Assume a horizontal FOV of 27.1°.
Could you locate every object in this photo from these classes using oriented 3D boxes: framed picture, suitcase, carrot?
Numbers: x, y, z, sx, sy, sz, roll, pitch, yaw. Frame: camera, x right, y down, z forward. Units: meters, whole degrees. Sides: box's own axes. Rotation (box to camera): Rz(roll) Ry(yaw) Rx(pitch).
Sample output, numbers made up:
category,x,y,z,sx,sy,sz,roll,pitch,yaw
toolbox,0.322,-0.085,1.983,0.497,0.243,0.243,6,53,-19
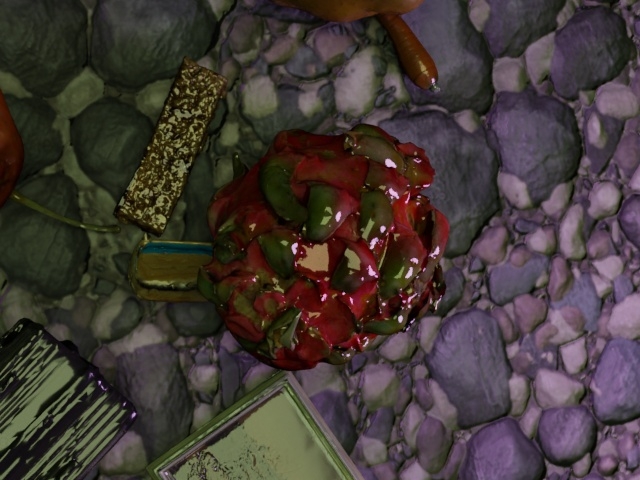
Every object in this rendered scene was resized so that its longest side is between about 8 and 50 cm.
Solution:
category,x,y,z,sx,sy,sz,roll,pitch,yaw
framed picture,-0.045,0.297,1.479,0.197,0.014,0.252,-35,92,-13
suitcase,-0.345,0.240,1.315,0.152,0.229,0.335,46,77,-12
carrot,0.097,-0.229,1.546,0.035,0.035,0.142,-32,85,-12

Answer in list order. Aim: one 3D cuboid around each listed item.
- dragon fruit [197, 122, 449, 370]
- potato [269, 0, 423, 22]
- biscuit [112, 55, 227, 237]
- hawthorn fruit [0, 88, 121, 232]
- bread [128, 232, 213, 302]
category,x,y,z,sx,sy,sz,roll,pitch,yaw
dragon fruit,0.008,0.001,1.405,0.303,0.237,0.231,-36,114,-35
potato,-0.034,-0.371,1.465,0.369,0.195,0.176,23,48,-10
biscuit,-0.164,-0.103,1.479,0.064,0.034,0.199,24,82,-8
hawthorn fruit,-0.347,-0.067,1.410,0.285,0.165,0.165,42,78,-30
bread,-0.158,0.036,1.461,0.106,0.053,0.072,3,61,-14
